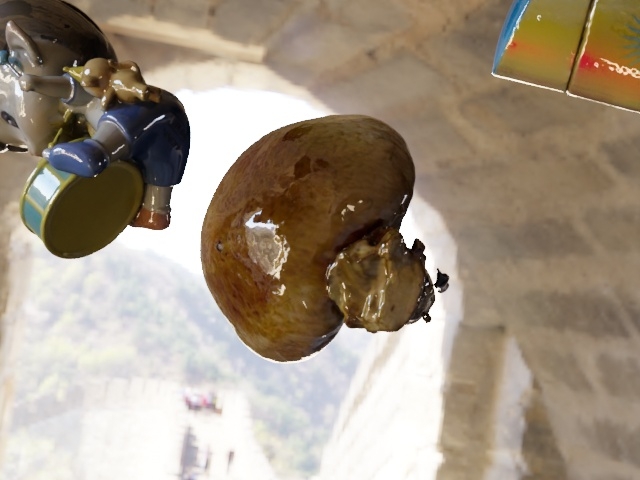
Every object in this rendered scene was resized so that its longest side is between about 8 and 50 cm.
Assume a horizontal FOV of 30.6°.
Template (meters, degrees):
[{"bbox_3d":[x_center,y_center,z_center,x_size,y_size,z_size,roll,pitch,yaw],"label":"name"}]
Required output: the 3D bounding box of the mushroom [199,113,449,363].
[{"bbox_3d":[-0.003,-0.003,1.166,0.283,0.263,0.195,20,-7,43],"label":"mushroom"}]

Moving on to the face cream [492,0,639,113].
[{"bbox_3d":[0.312,-0.185,1.078,0.285,0.139,0.067,15,15,8],"label":"face cream"}]

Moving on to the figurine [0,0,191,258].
[{"bbox_3d":[-0.230,-0.114,0.971,0.275,0.158,0.161,42,-6,32],"label":"figurine"}]
